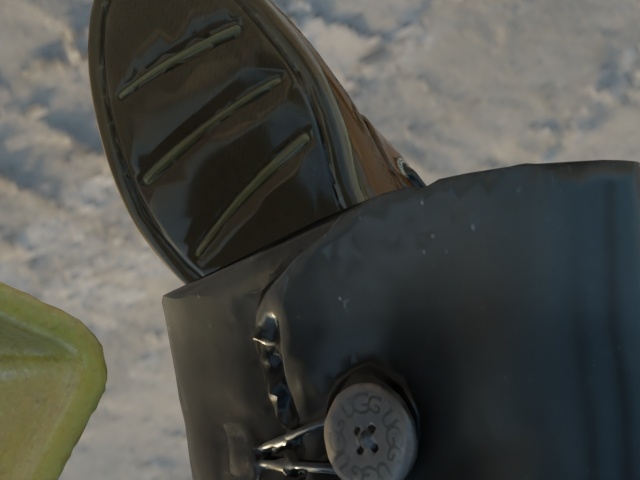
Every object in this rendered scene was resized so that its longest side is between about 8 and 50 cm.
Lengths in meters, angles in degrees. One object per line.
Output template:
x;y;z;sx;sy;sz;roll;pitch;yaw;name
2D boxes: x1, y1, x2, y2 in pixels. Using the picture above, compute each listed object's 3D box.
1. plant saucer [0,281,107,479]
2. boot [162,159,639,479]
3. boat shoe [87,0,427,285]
-0.274;0.111;0.564;0.333;0.081;0.333;29;85;-38;plant saucer
0.119;0.186;0.630;0.367;0.445;0.146;-15;162;34;boot
0.000;0.000;0.884;0.111;0.307;0.104;-33;173;18;boat shoe
